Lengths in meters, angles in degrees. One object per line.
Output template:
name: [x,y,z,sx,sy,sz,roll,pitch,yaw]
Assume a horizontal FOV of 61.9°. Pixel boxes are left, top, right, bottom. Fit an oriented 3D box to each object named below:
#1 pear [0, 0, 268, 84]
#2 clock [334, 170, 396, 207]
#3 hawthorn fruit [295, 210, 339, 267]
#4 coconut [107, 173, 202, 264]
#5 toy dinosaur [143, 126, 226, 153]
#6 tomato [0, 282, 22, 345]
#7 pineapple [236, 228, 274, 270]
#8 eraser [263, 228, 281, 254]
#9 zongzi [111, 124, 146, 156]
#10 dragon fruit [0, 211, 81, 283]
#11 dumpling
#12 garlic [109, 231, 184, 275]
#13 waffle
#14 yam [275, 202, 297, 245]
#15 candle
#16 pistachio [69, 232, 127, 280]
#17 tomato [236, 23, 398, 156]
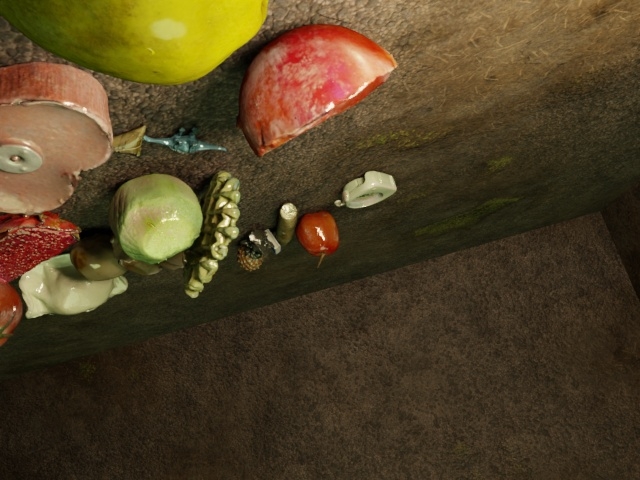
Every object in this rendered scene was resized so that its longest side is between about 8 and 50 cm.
pear: [-0.214,-0.315,0.556,0.375,0.288,0.287,5,159,-15]
clock: [0.140,-0.158,1.748,0.191,0.062,0.151,-26,161,35]
hawthorn fruit: [0.000,0.000,1.890,0.162,0.204,0.163,-17,164,-5]
coconut: [-0.413,-0.055,1.330,0.204,0.236,0.236,15,149,-37]
toy dinosaur: [-0.295,-0.217,1.183,0.197,0.045,0.080,4,169,-31]
tomato: [-1.029,0.208,1.564,0.264,0.265,0.265,-14,164,-4]
pineapple: [-0.236,0.029,1.935,0.119,0.111,0.237,17,155,-11]
eraser: [-0.178,0.005,1.951,0.027,0.085,0.063,-33,167,-14]
zongzi: [-0.408,-0.214,1.109,0.076,0.040,0.083,2,146,-30]
dragon fruit: [-0.740,-0.021,1.314,0.274,0.126,0.161,-28,152,10]
dumpling: [-0.806,0.126,1.732,0.318,0.187,0.243,-20,129,-30]
garlic: [-0.460,0.008,1.603,0.278,0.132,0.325,-21,170,12]
waffle: [-0.286,-0.023,1.366,0.056,0.292,0.309,16,128,-28]
yam: [-0.121,-0.048,1.858,0.071,0.067,0.317,-40,172,-17]
candle: [-0.538,-0.187,0.927,0.287,0.132,0.317,11,140,-44]
pistachio: [-0.653,0.053,1.591,0.143,0.144,0.215,-18,161,8]
tomato: [-0.026,-0.294,0.960,0.309,0.170,0.309,-34,-167,9]
